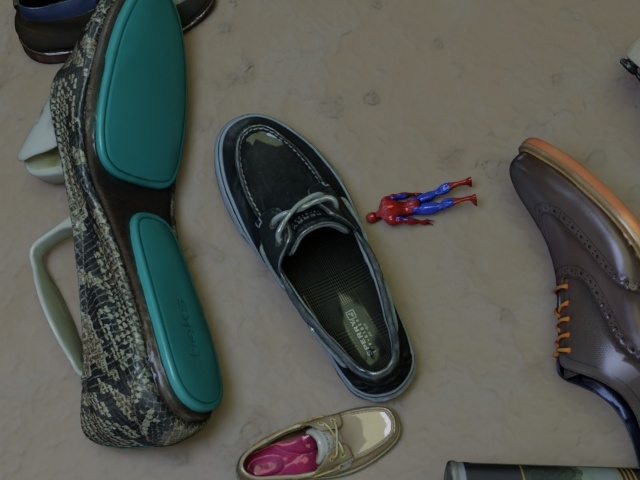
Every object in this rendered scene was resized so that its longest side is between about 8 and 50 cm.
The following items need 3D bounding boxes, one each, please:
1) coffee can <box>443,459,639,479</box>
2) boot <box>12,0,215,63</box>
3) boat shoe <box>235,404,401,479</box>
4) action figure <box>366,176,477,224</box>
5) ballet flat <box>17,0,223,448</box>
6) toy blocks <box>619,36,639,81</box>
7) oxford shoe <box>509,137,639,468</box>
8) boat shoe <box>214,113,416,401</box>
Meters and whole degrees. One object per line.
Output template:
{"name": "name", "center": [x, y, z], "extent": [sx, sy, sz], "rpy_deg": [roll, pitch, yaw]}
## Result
{"name": "coffee can", "center": [0.248, 0.300, 1.133], "extent": [0.275, 0.201, 0.201], "rpy_deg": [1, 73, 2]}
{"name": "boot", "center": [-0.221, -0.252, 1.364], "extent": [0.219, 0.106, 0.082], "rpy_deg": [-17, 73, -4]}
{"name": "boat shoe", "center": [-0.001, 0.202, 1.243], "extent": [0.170, 0.059, 0.063], "rpy_deg": [-21, 73, -5]}
{"name": "action figure", "center": [0.104, -0.036, 1.331], "extent": [0.115, 0.030, 0.038], "rpy_deg": [-13, 67, 3]}
{"name": "ballet flat", "center": [-0.217, -0.027, 1.282], "extent": [0.182, 0.164, 0.482], "rpy_deg": [-16, 73, 25]}
{"name": "toy blocks", "center": [0.538, -0.161, 1.284], "extent": [0.309, 0.260, 0.288], "rpy_deg": [-44, 45, 13]}
{"name": "oxford shoe", "center": [0.272, 0.064, 1.247], "extent": [0.133, 0.130, 0.363], "rpy_deg": [-31, 74, -2]}
{"name": "boat shoe", "center": [0.000, 0.000, 1.274], "extent": [0.121, 0.119, 0.335], "rpy_deg": [-31, 75, -8]}
